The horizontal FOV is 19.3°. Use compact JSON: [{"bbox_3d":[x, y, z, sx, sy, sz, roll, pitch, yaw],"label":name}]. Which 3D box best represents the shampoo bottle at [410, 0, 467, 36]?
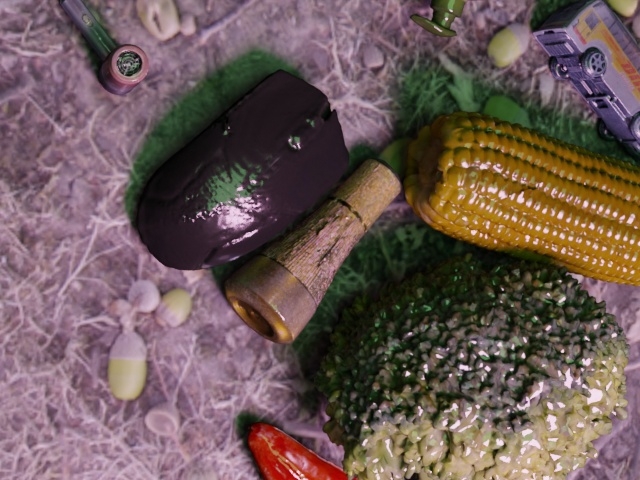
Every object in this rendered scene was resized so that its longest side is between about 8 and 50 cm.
[{"bbox_3d":[0.145,-0.305,1.771,0.118,0.087,0.234,18,89,-26],"label":"shampoo bottle"}]

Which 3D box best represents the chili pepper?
[{"bbox_3d":[-0.011,0.229,1.777,0.169,0.065,0.088,44,77,-18],"label":"chili pepper"}]

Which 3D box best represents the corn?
[{"bbox_3d":[0.242,-0.032,1.822,0.344,0.131,0.131,15,89,-25],"label":"corn"}]

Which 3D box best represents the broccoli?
[{"bbox_3d":[0.141,0.142,1.751,0.288,0.235,0.259,8,91,11],"label":"broccoli"}]

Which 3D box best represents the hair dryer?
[{"bbox_3d":[-0.197,-0.182,1.649,0.037,0.063,0.114,-39,95,-14],"label":"hair dryer"}]

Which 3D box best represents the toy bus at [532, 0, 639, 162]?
[{"bbox_3d":[0.296,-0.158,1.870,0.075,0.064,0.190,-48,112,-19],"label":"toy bus"}]

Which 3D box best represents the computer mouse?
[{"bbox_3d":[-0.069,-0.059,1.709,0.217,0.073,0.122,-41,110,-17],"label":"computer mouse"}]

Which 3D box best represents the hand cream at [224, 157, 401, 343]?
[{"bbox_3d":[0.000,0.000,1.752,0.203,0.084,0.084,-49,112,-20],"label":"hand cream"}]
